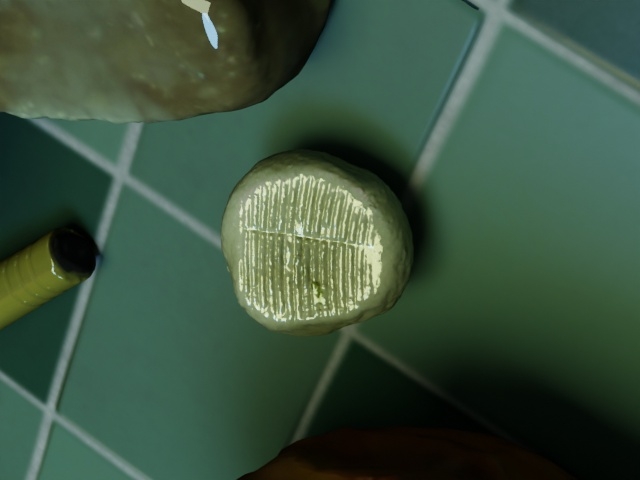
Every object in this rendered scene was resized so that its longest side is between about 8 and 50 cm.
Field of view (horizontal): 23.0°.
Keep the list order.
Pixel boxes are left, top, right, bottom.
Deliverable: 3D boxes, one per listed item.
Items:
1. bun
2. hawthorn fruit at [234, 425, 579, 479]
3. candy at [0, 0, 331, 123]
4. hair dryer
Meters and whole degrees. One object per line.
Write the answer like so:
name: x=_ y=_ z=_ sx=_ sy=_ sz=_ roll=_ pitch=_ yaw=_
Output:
bun: x=0.000 y=0.000 z=0.905 sx=0.115 sy=0.069 sz=0.115 roll=5 pitch=106 yaw=16
hawthorn fruit: x=0.042 y=0.326 z=0.850 sx=0.471 sy=0.472 sz=0.472 roll=18 pitch=127 yaw=25
candy: x=-0.114 y=-0.126 z=0.877 sx=0.234 sy=0.104 sz=0.102 roll=8 pitch=122 yaw=31
hair dryer: x=-0.267 y=0.048 z=1.123 sx=0.278 sy=0.090 sz=0.135 roll=-28 pitch=98 yaw=36
